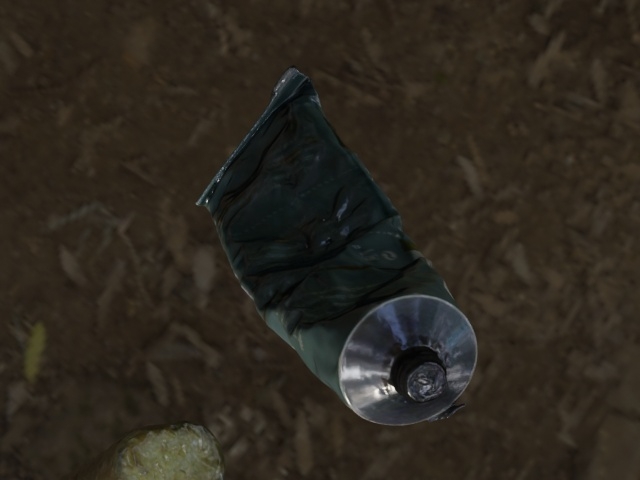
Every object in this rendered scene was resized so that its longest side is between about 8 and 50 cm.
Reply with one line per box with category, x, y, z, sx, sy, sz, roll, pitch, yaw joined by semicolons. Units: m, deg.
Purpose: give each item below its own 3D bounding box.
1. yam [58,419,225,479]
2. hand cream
yam;-0.168;0.204;1.269;0.081;0.357;0.081;9;66;-22
hand cream;0.000;-0.001;0.675;0.075;0.248;0.052;-31;121;-2
